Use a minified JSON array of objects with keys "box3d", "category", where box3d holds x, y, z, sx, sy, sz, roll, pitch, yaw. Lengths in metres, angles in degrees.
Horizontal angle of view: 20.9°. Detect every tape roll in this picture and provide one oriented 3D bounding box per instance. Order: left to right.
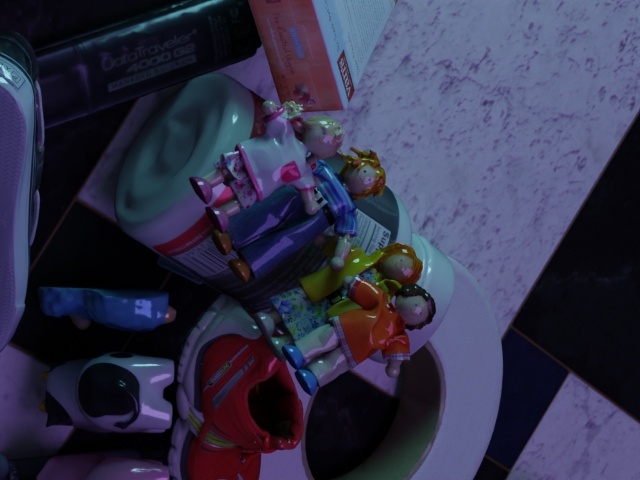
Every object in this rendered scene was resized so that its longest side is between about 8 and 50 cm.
[{"box3d":[0.040,0.183,1.903,0.392,0.072,0.392,-14,113,-36],"category":"tape roll"}]

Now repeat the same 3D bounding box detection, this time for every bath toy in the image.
[{"box3d":[-0.207,0.215,1.596,0.129,0.151,0.348,3,79,-13],"category":"bath toy"}]

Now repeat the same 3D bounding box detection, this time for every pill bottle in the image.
[{"box3d":[-0.025,-0.008,1.660,0.318,0.176,0.176,34,86,-31],"category":"pill bottle"}]

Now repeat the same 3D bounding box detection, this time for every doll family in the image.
[{"box3d":[0.000,0.000,1.524,0.163,0.118,0.263,-29,96,-12],"category":"doll family"}]

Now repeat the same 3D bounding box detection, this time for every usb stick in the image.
[{"box3d":[-0.174,-0.167,1.595,0.278,0.045,0.077,-23,116,-31],"category":"usb stick"}]

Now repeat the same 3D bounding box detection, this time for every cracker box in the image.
[{"box3d":[0.007,-0.246,1.622,0.232,0.067,0.156,-66,147,-48],"category":"cracker box"}]

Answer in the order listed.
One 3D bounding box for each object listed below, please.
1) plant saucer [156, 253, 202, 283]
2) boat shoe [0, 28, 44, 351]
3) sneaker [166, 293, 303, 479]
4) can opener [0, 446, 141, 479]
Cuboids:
[{"box3d":[-0.100,-0.052,1.730,0.067,0.018,0.192,28,89,-44],"category":"plant saucer"},{"box3d":[-0.289,-0.026,1.504,0.119,0.121,0.335,-69,180,-57],"category":"boat shoe"},{"box3d":[-0.073,0.177,1.641,0.107,0.118,0.279,-48,154,-35],"category":"sneaker"},{"box3d":[-0.276,0.236,1.657,0.280,0.074,0.093,3,143,-44],"category":"can opener"}]
